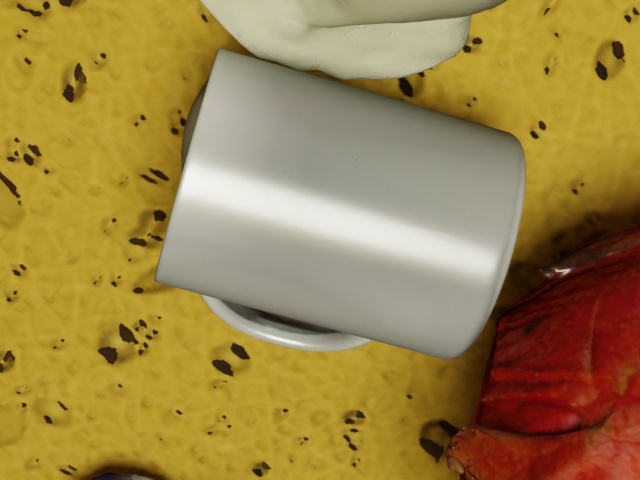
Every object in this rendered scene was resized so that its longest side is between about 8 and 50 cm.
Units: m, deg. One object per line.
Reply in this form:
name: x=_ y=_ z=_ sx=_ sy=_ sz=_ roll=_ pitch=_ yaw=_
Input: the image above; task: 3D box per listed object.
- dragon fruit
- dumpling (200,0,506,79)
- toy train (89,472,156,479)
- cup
dragon fruit: x=0.172 y=0.103 z=0.489 sx=0.252 sy=0.241 sz=0.241 roll=39 pitch=107 yaw=0
dumpling: x=0.018 y=-0.145 z=0.428 sx=0.166 sy=0.216 sz=0.126 roll=-1 pitch=82 yaw=-15
toy train: x=-0.141 y=0.244 z=0.602 sx=0.299 sy=0.131 sz=0.202 roll=-21 pitch=117 yaw=9
cup: x=0.003 y=-0.010 z=0.524 sx=0.133 sy=0.136 sz=0.099 roll=14 pitch=77 yaw=-6
